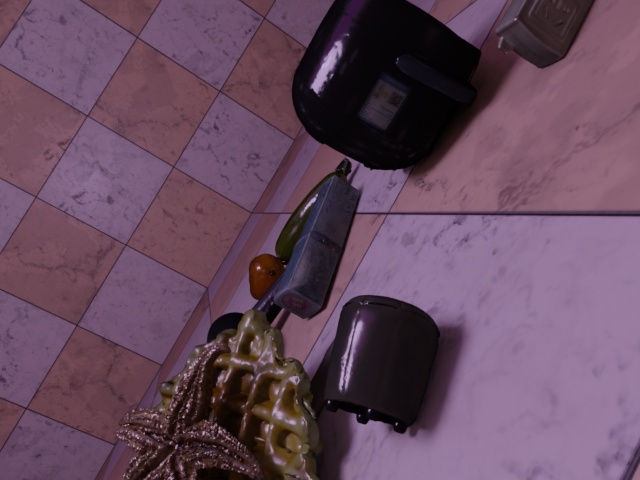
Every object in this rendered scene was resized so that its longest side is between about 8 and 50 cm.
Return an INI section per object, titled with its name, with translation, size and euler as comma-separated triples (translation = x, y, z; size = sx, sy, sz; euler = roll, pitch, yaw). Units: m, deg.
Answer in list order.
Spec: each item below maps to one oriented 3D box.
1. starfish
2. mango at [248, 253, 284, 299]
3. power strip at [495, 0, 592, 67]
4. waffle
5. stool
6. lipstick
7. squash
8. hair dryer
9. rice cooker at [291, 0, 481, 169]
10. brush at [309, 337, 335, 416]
[starfish]
translation = -0.152, 0.227, 0.505
size = 0.227, 0.043, 0.241
euler = 22, 87, 32
[mango]
translation = -0.131, 0.094, 1.101
size = 0.159, 0.084, 0.105
euler = 113, 156, -68
[power strip]
translation = 0.269, -0.284, 0.521
size = 0.175, 0.075, 0.042
euler = -62, 13, -6
[waffle]
translation = -0.118, 0.253, 0.549
size = 0.317, 0.073, 0.297
euler = -46, 44, 13
[stool]
translation = 0.054, 0.111, 0.418
size = 0.096, 0.096, 0.110
euler = -33, 33, 60
[lipstick]
translation = 0.000, 0.000, 0.848
size = 0.077, 0.076, 0.290
euler = -44, 21, 50
[squash]
translation = -0.029, -0.054, 1.062
size = 0.318, 0.071, 0.080
euler = -54, 14, 19
[hair dryer]
translation = -0.092, 0.135, 0.867
size = 0.302, 0.116, 0.244
euler = -54, 16, -10
[rice cooker]
translation = 0.093, -0.239, 0.692
size = 0.224, 0.267, 0.267
euler = -60, 13, 26
[brush]
translation = -0.057, 0.260, 0.586
size = 0.321, 0.050, 0.060
euler = -60, 11, -6
